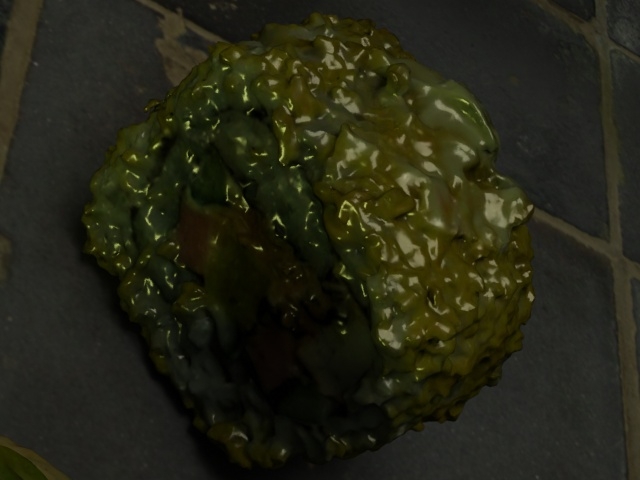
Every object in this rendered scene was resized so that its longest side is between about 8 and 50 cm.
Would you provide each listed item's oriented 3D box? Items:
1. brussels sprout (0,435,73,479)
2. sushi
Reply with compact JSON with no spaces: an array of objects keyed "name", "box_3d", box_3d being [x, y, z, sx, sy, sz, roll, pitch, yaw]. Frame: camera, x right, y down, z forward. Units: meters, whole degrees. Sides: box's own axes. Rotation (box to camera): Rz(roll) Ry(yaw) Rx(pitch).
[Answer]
[{"name":"brussels sprout","box_3d":[-0.278,0.264,1.289,0.344,0.268,0.344,25,37,-20]},{"name":"sushi","box_3d":[0.000,0.000,1.693,0.240,0.351,0.396,-16,68,-48]}]
